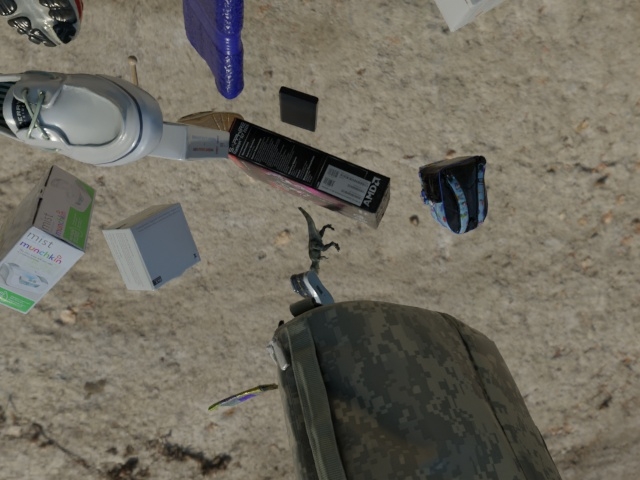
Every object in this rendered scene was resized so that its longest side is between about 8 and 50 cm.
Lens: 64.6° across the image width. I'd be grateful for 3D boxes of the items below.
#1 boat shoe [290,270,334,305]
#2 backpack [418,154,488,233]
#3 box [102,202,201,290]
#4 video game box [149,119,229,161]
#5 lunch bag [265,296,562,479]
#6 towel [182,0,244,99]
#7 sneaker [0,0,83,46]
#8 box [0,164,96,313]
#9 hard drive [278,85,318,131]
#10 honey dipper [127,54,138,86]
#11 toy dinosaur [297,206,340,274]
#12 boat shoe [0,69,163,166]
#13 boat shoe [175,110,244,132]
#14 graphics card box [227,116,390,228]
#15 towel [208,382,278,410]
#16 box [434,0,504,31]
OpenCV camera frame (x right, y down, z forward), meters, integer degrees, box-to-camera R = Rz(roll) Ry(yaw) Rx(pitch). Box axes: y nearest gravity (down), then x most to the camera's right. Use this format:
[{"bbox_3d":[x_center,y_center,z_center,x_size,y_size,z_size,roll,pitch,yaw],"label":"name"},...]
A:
[{"bbox_3d":[-0.023,0.173,1.611,0.083,0.065,0.183,-10,118,41],"label":"boat shoe"},{"bbox_3d":[0.325,-0.108,1.225,0.158,0.117,0.173,-22,107,-27],"label":"backpack"},{"bbox_3d":[-0.443,0.015,1.348,0.119,0.181,0.181,-2,113,33],"label":"box"},{"bbox_3d":[-0.240,-0.138,0.657,0.205,0.187,0.048,9,98,3],"label":"video game box"},{"bbox_3d":[0.082,0.215,0.498,0.213,0.305,0.256,-35,140,25],"label":"lunch bag"},{"bbox_3d":[-0.188,-0.443,0.916,0.076,0.227,0.308,-23,156,-20],"label":"towel"},{"bbox_3d":[-0.363,-0.359,0.561,0.108,0.118,0.279,-15,133,2],"label":"sneaker"},{"bbox_3d":[-0.652,-0.010,1.175,0.231,0.262,0.127,-41,127,15],"label":"box"},{"bbox_3d":[-0.053,-0.319,1.238,0.094,0.135,0.022,19,74,3],"label":"hard drive"},{"bbox_3d":[-0.363,-0.285,1.011,0.031,0.030,0.160,-6,115,-16],"label":"honey dipper"},{"bbox_3d":[0.000,0.000,1.808,0.118,0.064,0.268,-14,107,-15],"label":"toy dinosaur"},{"bbox_3d":[-0.249,-0.112,0.464,0.076,0.226,0.083,-21,117,-58],"label":"boat shoe"},{"bbox_3d":[-0.266,-0.283,1.205,0.170,0.059,0.063,-7,129,-4],"label":"boat shoe"},{"bbox_3d":[-0.022,-0.148,1.175,0.371,0.233,0.094,22,86,8],"label":"graphics card box"},{"bbox_3d":[-0.099,0.205,0.665,0.083,0.009,0.060,-24,162,11],"label":"towel"},{"bbox_3d":[0.293,-0.459,0.867,0.171,0.130,0.091,-30,95,1],"label":"box"}]
